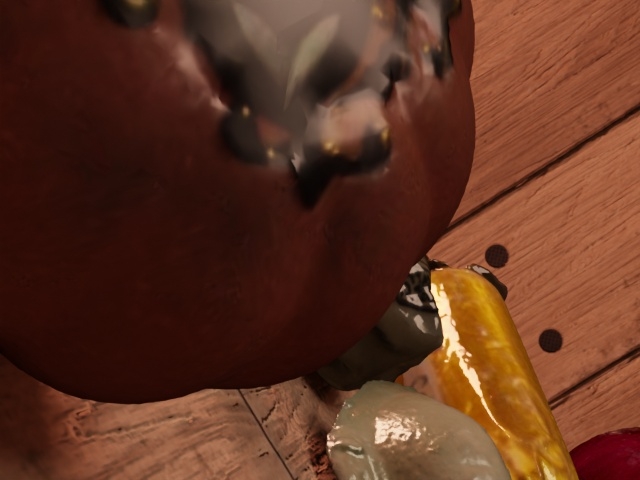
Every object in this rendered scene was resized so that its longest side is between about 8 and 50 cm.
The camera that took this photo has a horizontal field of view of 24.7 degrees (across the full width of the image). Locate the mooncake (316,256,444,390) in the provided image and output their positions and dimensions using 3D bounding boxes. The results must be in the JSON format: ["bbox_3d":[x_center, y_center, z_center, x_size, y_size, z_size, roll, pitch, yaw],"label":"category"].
[{"bbox_3d":[0.009,0.003,1.264,0.250,0.136,0.254,52,8,-9],"label":"mooncake"}]

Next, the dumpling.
[{"bbox_3d":[0.070,0.194,1.080,0.105,0.149,0.217,106,-25,-44],"label":"dumpling"}]

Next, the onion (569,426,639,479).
[{"bbox_3d":[0.358,0.350,1.624,0.260,0.282,0.337,13,19,-29],"label":"onion"}]

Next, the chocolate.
[{"bbox_3d":[0.171,0.203,1.395,0.162,0.162,0.445,52,11,-37],"label":"chocolate"}]

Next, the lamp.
[{"bbox_3d":[-0.081,-0.077,0.621,0.305,0.239,0.305,14,67,-35],"label":"lamp"}]
